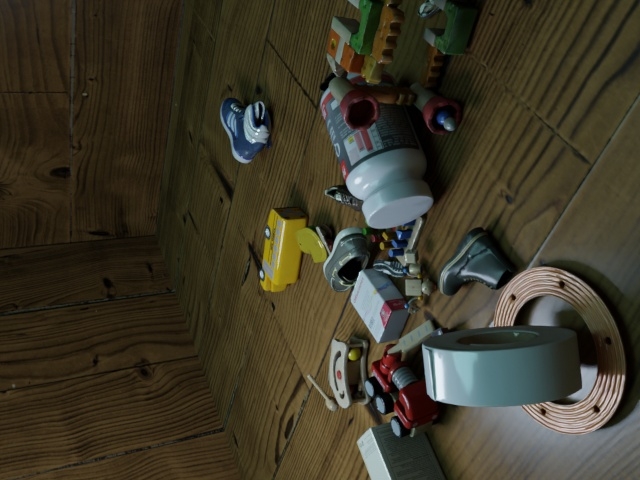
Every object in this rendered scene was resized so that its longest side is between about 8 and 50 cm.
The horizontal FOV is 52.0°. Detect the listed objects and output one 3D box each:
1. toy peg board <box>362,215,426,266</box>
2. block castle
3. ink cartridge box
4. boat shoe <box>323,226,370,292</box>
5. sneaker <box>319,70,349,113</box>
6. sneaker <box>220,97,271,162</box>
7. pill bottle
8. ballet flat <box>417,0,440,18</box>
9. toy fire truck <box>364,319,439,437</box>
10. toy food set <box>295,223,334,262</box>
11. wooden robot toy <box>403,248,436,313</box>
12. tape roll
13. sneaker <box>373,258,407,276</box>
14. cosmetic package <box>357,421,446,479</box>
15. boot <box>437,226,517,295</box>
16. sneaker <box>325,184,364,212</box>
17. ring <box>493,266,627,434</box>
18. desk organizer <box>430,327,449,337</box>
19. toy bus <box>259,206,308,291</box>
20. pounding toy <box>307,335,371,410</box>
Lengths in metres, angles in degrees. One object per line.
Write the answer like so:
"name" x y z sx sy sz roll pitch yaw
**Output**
"toy peg board" 0.186 -0.037 1.755 0.160 0.079 0.161 56 142 43
"block castle" 0.206 -0.454 1.395 0.212 0.303 0.453 -119 35 -48
"ink cartridge box" 0.167 0.179 1.842 0.175 0.072 0.127 57 143 42
"boat shoe" 0.077 0.079 1.915 0.305 0.109 0.091 104 156 -56
"sneaker" 0.033 -0.450 1.946 0.234 0.097 0.084 -52 50 54
"sneaker" -0.273 -0.482 2.524 0.236 0.130 0.322 -47 49 44
"pill bottle" 0.144 -0.229 1.653 0.210 0.210 0.362 -50 52 55
"ballet flat" 0.265 -0.557 1.540 0.114 0.041 0.041 -27 72 61
"toy fire truck" 0.235 0.347 1.698 0.217 0.159 0.246 -127 30 -45
"toy food set" 0.000 0.000 2.149 0.128 0.071 0.218 61 156 -8
"wooden robot toy" 0.262 0.108 1.682 0.079 0.076 0.173 1 97 27
"tape roll" 0.335 0.229 1.231 0.286 0.286 0.100 -6 90 63
"sneaker" 0.199 0.076 1.806 0.109 0.044 0.040 19 87 45
"cosmetic package" 0.233 0.634 1.717 0.309 0.160 0.113 69 150 29
"boot" 0.348 0.087 1.481 0.137 0.077 0.197 55 142 35
"sneaker" 0.081 -0.120 1.950 0.188 0.071 0.066 29 120 58
"ring" 0.471 0.217 1.311 0.337 0.032 0.336 19 112 59
"desk organizer" 0.319 0.276 1.592 0.047 0.050 0.130 -46 55 56
"toy bus" -0.134 0.042 2.360 0.130 0.108 0.332 45 133 48
"pounding toy" 0.059 0.428 2.011 0.154 0.155 0.269 -138 49 -58
